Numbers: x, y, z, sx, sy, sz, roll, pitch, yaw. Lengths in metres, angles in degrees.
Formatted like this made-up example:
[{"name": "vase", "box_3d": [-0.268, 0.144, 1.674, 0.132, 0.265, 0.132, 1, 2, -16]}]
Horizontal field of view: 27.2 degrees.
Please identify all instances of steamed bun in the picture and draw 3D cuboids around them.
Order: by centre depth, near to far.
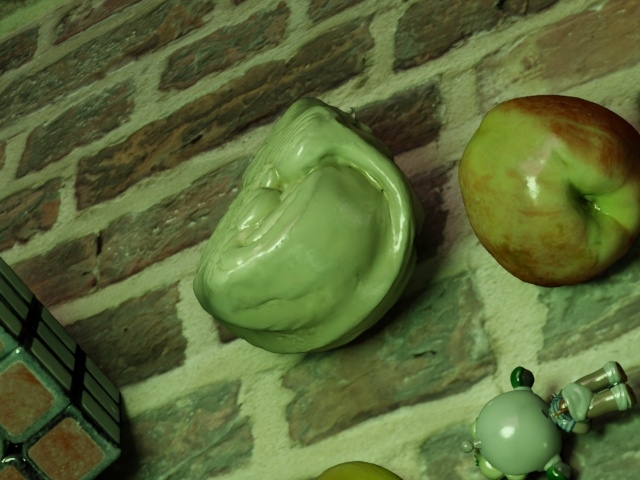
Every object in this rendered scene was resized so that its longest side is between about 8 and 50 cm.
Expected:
[{"name": "steamed bun", "box_3d": [0.000, 0.000, 1.751, 0.342, 0.255, 0.368, -58, 8, 4]}]

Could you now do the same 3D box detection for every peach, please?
[{"name": "peach", "box_3d": [0.274, -0.071, 1.616, 0.232, 0.232, 0.256, -44, 26, -6]}]

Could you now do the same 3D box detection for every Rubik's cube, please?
[{"name": "Rubik's cube", "box_3d": [-0.474, 0.237, 1.800, 0.305, 0.304, 0.301, -38, 12, -2]}]

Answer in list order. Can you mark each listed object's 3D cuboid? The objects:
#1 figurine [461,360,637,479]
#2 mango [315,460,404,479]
[{"name": "figurine", "box_3d": [0.252, 0.201, 1.464, 0.197, 0.093, 0.147, -23, 61, 9]}, {"name": "mango", "box_3d": [0.062, 0.324, 1.501, 0.194, 0.092, 0.130, 17, 62, 38]}]
